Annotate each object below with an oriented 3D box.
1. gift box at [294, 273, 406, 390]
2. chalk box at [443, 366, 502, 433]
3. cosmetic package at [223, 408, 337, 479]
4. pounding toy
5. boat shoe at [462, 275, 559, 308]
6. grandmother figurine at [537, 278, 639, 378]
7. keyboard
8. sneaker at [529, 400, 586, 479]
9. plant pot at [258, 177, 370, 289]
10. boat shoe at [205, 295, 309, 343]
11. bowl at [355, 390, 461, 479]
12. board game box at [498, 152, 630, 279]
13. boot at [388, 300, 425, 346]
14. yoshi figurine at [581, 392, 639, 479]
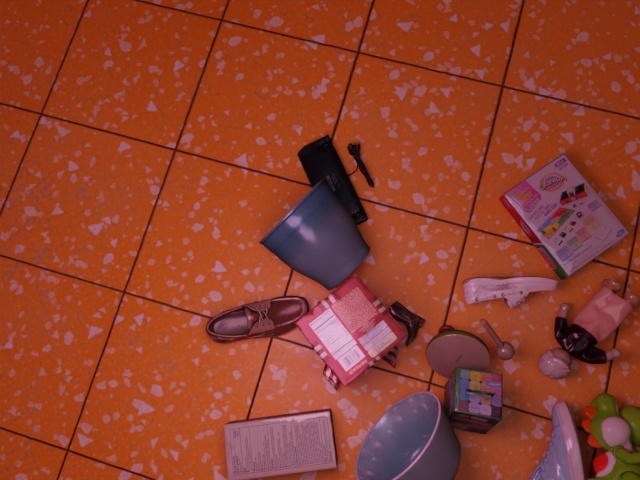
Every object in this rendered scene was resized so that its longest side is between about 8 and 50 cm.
[{"bbox_3d":[0.089,0.282,1.600,0.255,0.258,0.276,-34,79,-4],"label":"gift box"},{"bbox_3d":[0.425,0.437,1.557,0.132,0.213,0.132,10,58,4],"label":"chalk box"},{"bbox_3d":[-0.112,0.587,1.621,0.309,0.113,0.160,-7,78,2],"label":"cosmetic package"},{"bbox_3d":[0.427,0.298,1.648,0.236,0.110,0.183,-31,111,31],"label":"pounding toy"},{"bbox_3d":[0.570,0.159,1.687,0.276,0.098,0.096,-4,78,12],"label":"boat shoe"},{"bbox_3d":[0.780,0.277,1.651,0.342,0.104,0.208,-43,52,-3],"label":"grandmother figurine"},{"bbox_3d":[0.071,-0.198,1.820,0.201,0.033,0.317,-25,79,4],"label":"keyboard"},{"bbox_3d":[0.653,0.635,1.563,0.150,0.135,0.366,-8,65,23],"label":"sneaker"},{"bbox_3d":[0.000,0.000,1.675,0.271,0.271,0.255,-45,93,-6],"label":"plant pot"},{"bbox_3d":[-0.192,0.242,1.696,0.324,0.116,0.123,-17,78,-1],"label":"boat shoe"},{"bbox_3d":[0.260,0.585,1.530,0.163,0.311,0.311,44,83,-8],"label":"bowl"},{"bbox_3d":[0.750,-0.077,1.739,0.242,0.064,0.317,-33,78,-4],"label":"board game box"},{"bbox_3d":[0.246,0.252,1.710,0.114,0.037,0.106,32,68,6],"label":"boot"},{"bbox_3d":[0.849,0.592,1.514,0.202,0.203,0.363,27,48,-30],"label":"yoshi figurine"}]
